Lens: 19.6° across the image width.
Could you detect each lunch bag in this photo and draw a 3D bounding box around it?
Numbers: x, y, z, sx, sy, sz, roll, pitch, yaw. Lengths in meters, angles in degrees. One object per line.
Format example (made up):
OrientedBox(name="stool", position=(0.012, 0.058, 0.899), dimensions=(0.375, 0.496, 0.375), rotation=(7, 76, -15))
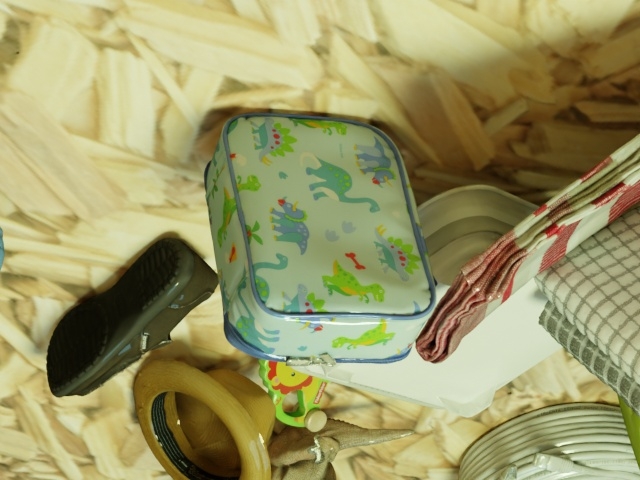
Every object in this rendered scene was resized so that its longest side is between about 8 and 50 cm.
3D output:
OrientedBox(name="lunch bag", position=(0.000, 0.000, 1.549), dimensions=(0.176, 0.219, 0.090), rotation=(1, 143, -20))

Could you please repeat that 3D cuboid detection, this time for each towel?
OrientedBox(name="towel", position=(0.371, 0.052, 1.676), dimensions=(0.284, 0.235, 0.121), rotation=(-28, 130, -15))
OrientedBox(name="towel", position=(0.228, -0.022, 1.572), dimensions=(0.329, 0.037, 0.237), rotation=(-36, 170, -15))

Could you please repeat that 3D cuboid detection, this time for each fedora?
OrientedBox(name="fedora", position=(-0.103, 0.184, 1.863), dimensions=(0.079, 0.194, 0.194), rotation=(-35, 160, -36))

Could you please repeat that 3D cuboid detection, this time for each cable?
OrientedBox(name="cable", position=(0.281, 0.287, 2.161), dimensions=(0.257, 0.089, 0.257), rotation=(4, 143, -24))

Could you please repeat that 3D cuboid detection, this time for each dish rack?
OrientedBox(name="dish rack", position=(0.138, 0.077, 1.795), dimensions=(0.285, 0.072, 0.333), rotation=(-36, 146, 27))

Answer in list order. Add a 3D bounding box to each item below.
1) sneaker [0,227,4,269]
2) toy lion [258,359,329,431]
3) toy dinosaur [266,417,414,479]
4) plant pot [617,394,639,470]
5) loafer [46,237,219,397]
OrientedBox(name="sneaker", position=(-0.373, -0.004, 1.574), dimensions=(0.209, 0.082, 0.069), rotation=(13, 157, -5))
OrientedBox(name="toy lion", position=(-0.025, 0.137, 1.865), dimensions=(0.096, 0.034, 0.100), rotation=(16, 100, -38))
OrientedBox(name="toy dinosaur", position=(-0.046, 0.268, 1.992), dimensions=(0.295, 0.200, 0.127), rotation=(-46, 108, -2))
OrientedBox(name="plant pot", position=(0.427, 0.138, 1.888), dimensions=(0.227, 0.228, 0.207), rotation=(-13, 140, 1))
OrientedBox(name="loafer", position=(-0.174, 0.085, 1.735), dimensions=(0.078, 0.080, 0.220), rotation=(23, 132, -40))
